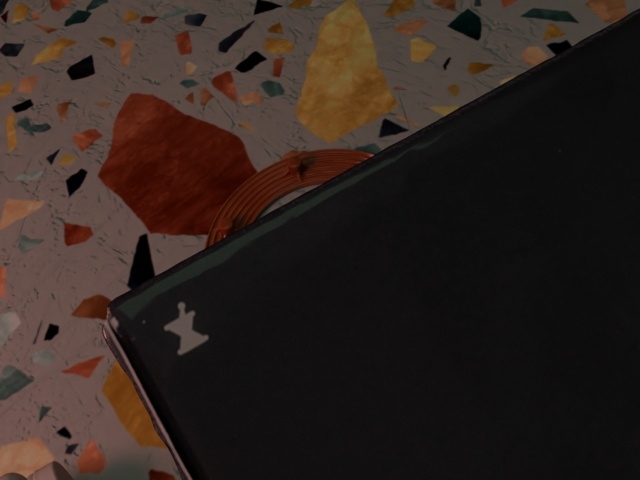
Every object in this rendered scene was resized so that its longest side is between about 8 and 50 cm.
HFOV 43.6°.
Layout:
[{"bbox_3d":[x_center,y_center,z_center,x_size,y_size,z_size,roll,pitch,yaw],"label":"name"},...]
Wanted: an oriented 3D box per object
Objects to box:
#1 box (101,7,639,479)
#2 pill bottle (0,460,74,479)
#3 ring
[{"bbox_3d":[0.104,0.060,0.723,0.479,0.472,0.297,-29,90,-9],"label":"box"},{"bbox_3d":[-0.368,0.339,0.880,0.215,0.117,0.117,-32,56,-12],"label":"pill bottle"},{"bbox_3d":[0.000,0.000,1.092,0.336,0.032,0.337,-5,55,7],"label":"ring"}]
